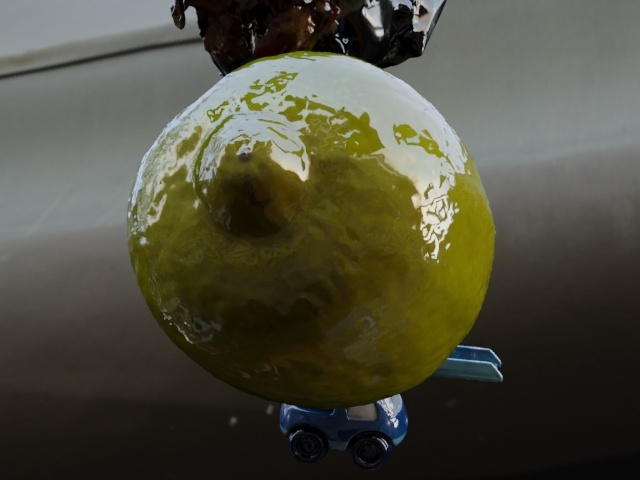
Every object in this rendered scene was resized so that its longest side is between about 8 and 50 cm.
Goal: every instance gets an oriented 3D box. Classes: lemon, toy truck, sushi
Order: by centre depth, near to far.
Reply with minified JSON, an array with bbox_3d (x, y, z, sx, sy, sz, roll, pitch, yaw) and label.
[{"bbox_3d":[0.000,0.000,0.648,0.184,0.184,0.248,-14,-28,18],"label":"lemon"},{"bbox_3d":[0.042,0.100,0.763,0.136,0.063,0.074,5,-74,4],"label":"toy truck"},{"bbox_3d":[-0.021,-0.177,0.809,0.153,0.172,0.150,9,-31,27],"label":"sushi"}]
